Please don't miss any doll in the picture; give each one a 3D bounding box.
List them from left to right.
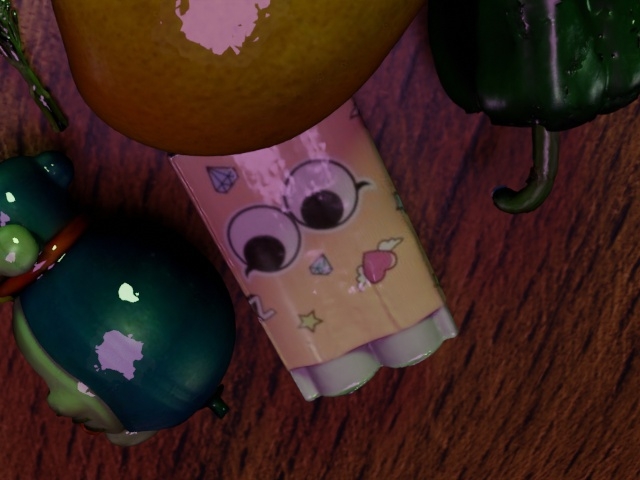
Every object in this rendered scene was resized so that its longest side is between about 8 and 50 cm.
[{"bbox_3d":[-0.202,0.050,0.852,0.322,0.198,0.186,44,91,-13],"label":"doll"}]

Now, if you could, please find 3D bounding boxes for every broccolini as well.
[{"bbox_3d":[-0.257,-0.158,0.841,0.035,0.030,0.140,-44,124,-25],"label":"broccolini"}]

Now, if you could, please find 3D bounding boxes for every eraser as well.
[{"bbox_3d":[0.000,0.000,0.908,0.171,0.087,0.290,-24,115,6],"label":"eraser"}]

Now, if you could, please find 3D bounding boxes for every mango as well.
[{"bbox_3d":[-0.032,-0.229,0.725,0.378,0.221,0.264,-36,99,-1],"label":"mango"}]

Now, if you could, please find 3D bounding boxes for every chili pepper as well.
[{"bbox_3d":[0.186,-0.150,0.821,0.165,0.174,0.261,-26,117,-22],"label":"chili pepper"}]
